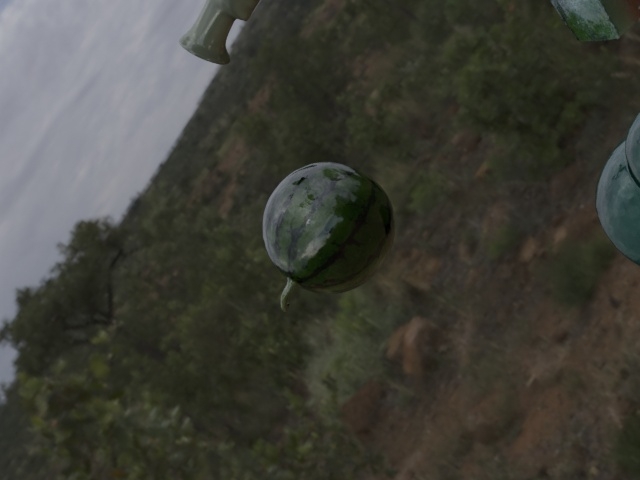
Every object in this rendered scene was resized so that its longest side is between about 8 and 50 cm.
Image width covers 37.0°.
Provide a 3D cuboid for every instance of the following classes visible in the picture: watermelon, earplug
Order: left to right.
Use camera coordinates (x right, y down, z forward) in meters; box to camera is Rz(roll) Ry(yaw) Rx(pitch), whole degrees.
[{"bbox_3d":[0.003,-0.006,0.701,0.109,0.109,0.109,-55,7,10],"label":"watermelon"},{"bbox_3d":[0.434,-0.424,1.335,0.256,0.193,0.140,-34,14,-6],"label":"watermelon"},{"bbox_3d":[0.352,-0.068,0.869,0.257,0.163,0.280,-55,-22,-20],"label":"earplug"}]

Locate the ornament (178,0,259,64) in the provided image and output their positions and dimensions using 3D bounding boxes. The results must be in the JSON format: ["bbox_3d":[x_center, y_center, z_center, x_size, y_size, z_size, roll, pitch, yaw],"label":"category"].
[{"bbox_3d":[-0.101,-0.283,1.095,0.074,0.081,0.156,-10,-45,-55],"label":"ornament"}]
